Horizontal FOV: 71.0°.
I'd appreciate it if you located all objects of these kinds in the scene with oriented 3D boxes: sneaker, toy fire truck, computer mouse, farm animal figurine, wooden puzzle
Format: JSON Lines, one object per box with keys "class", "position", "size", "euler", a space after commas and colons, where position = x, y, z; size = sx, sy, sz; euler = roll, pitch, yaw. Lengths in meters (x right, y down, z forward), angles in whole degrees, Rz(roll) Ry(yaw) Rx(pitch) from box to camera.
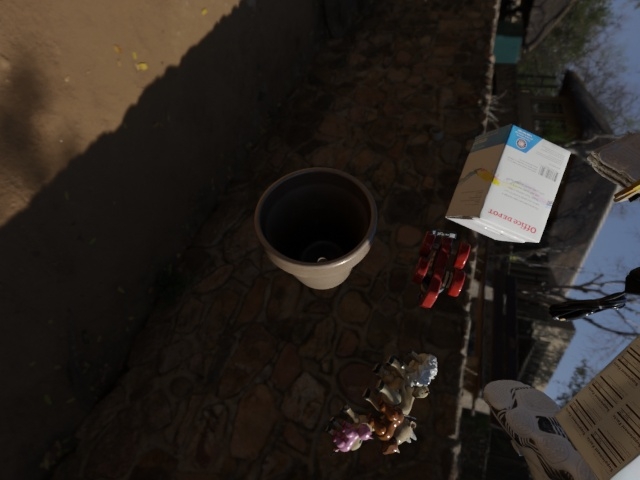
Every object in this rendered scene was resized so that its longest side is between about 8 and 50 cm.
{"class": "sneaker", "position": [0.465, 0.469, 0.933], "size": [0.366, 0.138, 0.210], "euler": [-135, -138, -61]}
{"class": "toy fire truck", "position": [0.435, 0.129, 1.700], "size": [0.253, 0.170, 0.302], "euler": [94, 16, -55]}
{"class": "computer mouse", "position": [0.295, 0.056, 0.416], "size": [0.242, 0.071, 0.041], "euler": [98, -13, -70]}
{"class": "farm animal figurine", "position": [0.191, 0.487, 1.276], "size": [0.326, 0.172, 0.330], "euler": [-52, -177, -31]}
{"class": "wooden puzzle", "position": [0.397, -0.064, 0.529], "size": [0.078, 0.117, 0.014], "euler": [121, -47, -67]}

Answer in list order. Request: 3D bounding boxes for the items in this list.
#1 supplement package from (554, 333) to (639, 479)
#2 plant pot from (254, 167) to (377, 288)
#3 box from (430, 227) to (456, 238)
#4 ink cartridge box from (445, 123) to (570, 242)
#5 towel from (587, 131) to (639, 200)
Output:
{"class": "supplement package", "position": [0.513, 0.283, 0.653], "size": [0.203, 0.194, 0.149], "euler": [-54, -172, 16]}
{"class": "plant pot", "position": [0.000, 0.000, 1.040], "size": [0.229, 0.263, 0.262], "euler": [79, 24, -58]}
{"class": "box", "position": [0.422, -0.025, 1.542], "size": [0.067, 0.083, 0.018], "euler": [-26, 126, -74]}
{"class": "ink cartridge box", "position": [0.452, -0.131, 1.103], "size": [0.168, 0.171, 0.232], "euler": [-168, -80, -78]}
{"class": "towel", "position": [0.781, -0.146, 1.025], "size": [0.187, 0.282, 0.049], "euler": [-25, 145, -21]}
